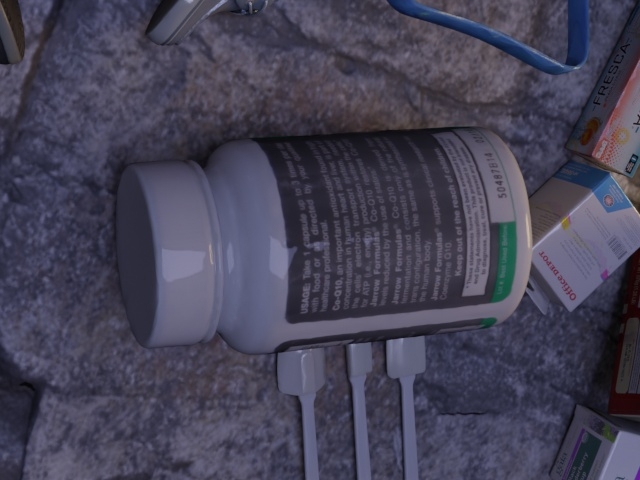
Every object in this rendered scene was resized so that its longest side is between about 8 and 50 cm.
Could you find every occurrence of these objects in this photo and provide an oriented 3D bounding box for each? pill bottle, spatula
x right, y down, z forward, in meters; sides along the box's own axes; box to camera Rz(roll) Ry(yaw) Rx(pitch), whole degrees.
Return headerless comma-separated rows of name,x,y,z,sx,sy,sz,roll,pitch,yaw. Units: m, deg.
pill bottle,0.000,0.000,1.322,0.361,0.204,0.204,-5,104,-20
spatula,0.037,0.188,1.485,0.168,0.019,0.242,-10,106,-24

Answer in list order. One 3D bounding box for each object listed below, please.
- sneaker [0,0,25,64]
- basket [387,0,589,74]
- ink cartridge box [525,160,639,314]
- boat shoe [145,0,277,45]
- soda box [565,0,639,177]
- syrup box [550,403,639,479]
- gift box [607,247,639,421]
sneaker,-0.349,-0.241,1.214,0.118,0.083,0.222,-21,117,5
basket,0.167,-0.318,1.292,0.255,0.201,0.289,17,70,-39
ink cartridge box,0.260,0.000,1.482,0.143,0.090,0.092,-41,113,-6
boat shoe,-0.066,-0.254,1.306,0.081,0.079,0.227,45,81,-19
soda box,0.338,-0.164,1.491,0.063,0.058,0.183,26,93,-24
syrup box,0.392,0.270,1.593,0.237,0.096,0.093,18,96,-24
gift box,0.484,0.103,1.512,0.258,0.276,0.255,16,83,-19
